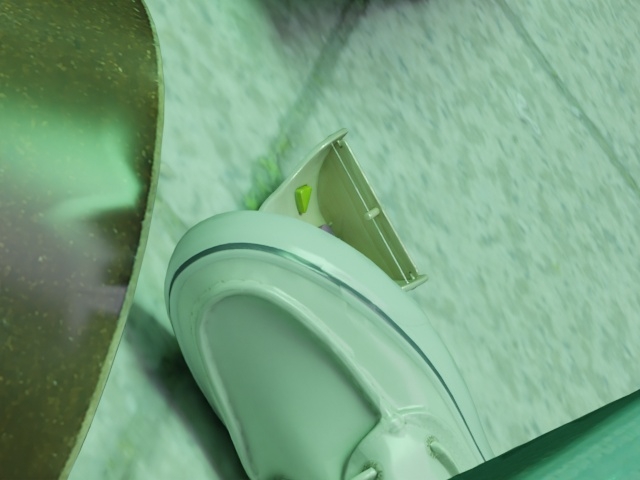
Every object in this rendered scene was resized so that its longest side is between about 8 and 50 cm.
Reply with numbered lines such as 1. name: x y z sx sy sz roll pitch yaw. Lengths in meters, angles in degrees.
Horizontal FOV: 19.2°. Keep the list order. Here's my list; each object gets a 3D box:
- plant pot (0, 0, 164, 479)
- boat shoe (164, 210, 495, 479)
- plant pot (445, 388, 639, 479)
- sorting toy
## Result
1. plant pot: -0.191 -0.012 0.435 0.230 0.215 0.215 24 43 -27
2. boat shoe: 0.022 0.110 0.769 0.267 0.096 0.088 60 22 -21
3. plant pot: 0.014 0.212 0.513 0.252 0.248 0.247 -18 80 -44
4. sorting toy: 0.000 0.000 0.886 0.075 0.045 0.083 -29 91 -55
